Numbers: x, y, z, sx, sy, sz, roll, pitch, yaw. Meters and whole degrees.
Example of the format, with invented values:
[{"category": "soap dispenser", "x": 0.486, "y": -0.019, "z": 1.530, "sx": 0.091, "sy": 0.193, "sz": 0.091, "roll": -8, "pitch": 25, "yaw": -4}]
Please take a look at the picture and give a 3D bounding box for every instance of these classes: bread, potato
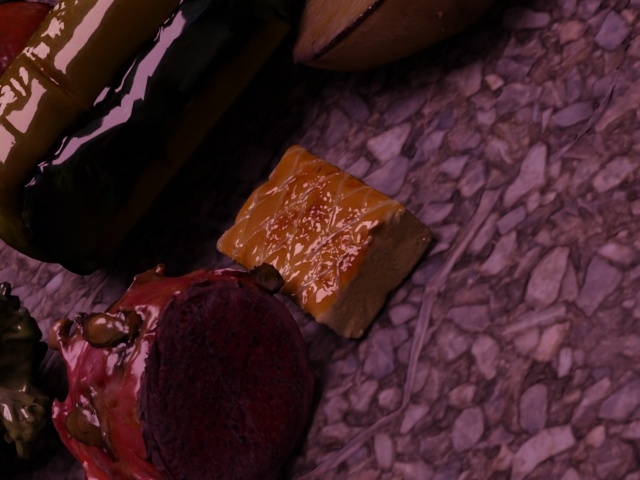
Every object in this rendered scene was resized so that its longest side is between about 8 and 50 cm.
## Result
[{"category": "bread", "x": -0.001, "y": 0.000, "z": 1.743, "sx": 0.125, "sy": 0.068, "sz": 0.188, "roll": -53, "pitch": 39, "yaw": -3}, {"category": "bread", "x": -0.188, "y": -0.145, "z": 1.900, "sx": 0.376, "sy": 0.208, "sz": 0.251, "roll": -56, "pitch": -2, "yaw": -4}, {"category": "potato", "x": 0.102, "y": -0.260, "z": 1.817, "sx": 0.299, "sy": 0.116, "sz": 0.239, "roll": -44, "pitch": 26, "yaw": 28}]

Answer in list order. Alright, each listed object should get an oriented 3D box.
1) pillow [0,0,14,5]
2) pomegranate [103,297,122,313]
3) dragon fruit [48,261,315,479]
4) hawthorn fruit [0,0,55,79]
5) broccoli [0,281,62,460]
[{"category": "pillow", "x": -0.438, "y": -0.339, "z": 2.435, "sx": 0.233, "sy": 0.086, "sz": 0.214, "roll": 6, "pitch": 75, "yaw": 43}, {"category": "pomegranate", "x": -0.141, "y": 0.091, "z": 1.786, "sx": 0.142, "sy": 0.114, "sz": 0.114, "roll": -33, "pitch": 35, "yaw": -18}, {"category": "dragon fruit", "x": -0.131, "y": 0.138, "z": 1.652, "sx": 0.147, "sy": 0.211, "sz": 0.282, "roll": -3, "pitch": 55, "yaw": 47}, {"category": "hawthorn fruit", "x": -0.315, "y": -0.180, "z": 2.127, "sx": 0.181, "sy": 0.181, "sz": 0.235, "roll": -10, "pitch": 41, "yaw": 39}, {"category": "broccoli", "x": -0.389, "y": 0.179, "z": 1.842, "sx": 0.293, "sy": 0.281, "sz": 0.348, "roll": -10, "pitch": 14, "yaw": 14}]
